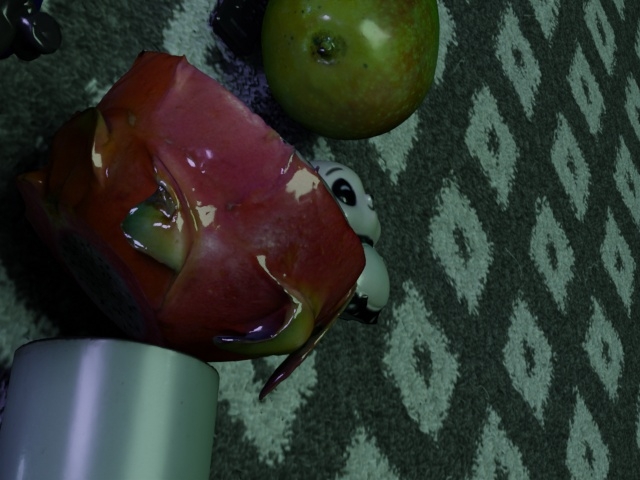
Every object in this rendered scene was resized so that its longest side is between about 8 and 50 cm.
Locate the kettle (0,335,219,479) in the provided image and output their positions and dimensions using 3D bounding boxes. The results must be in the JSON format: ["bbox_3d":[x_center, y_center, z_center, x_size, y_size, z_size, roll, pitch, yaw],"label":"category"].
[{"bbox_3d":[-0.163,0.218,0.833,0.221,0.161,0.236,80,12,-66],"label":"kettle"}]

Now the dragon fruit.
[{"bbox_3d":[-0.113,-0.004,0.894,0.189,0.290,0.290,-46,121,-19],"label":"dragon fruit"}]

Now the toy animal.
[{"bbox_3d":[0.000,0.000,1.162,0.166,0.138,0.179,35,53,-67],"label":"toy animal"}]

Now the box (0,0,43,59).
[{"bbox_3d":[-0.317,-0.281,0.848,0.259,0.071,0.168,43,45,-42],"label":"box"}]

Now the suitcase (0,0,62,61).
[{"bbox_3d":[-0.346,-0.192,0.621,0.335,0.229,0.152,59,36,-25],"label":"suitcase"}]

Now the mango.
[{"bbox_3d":[0.041,-0.253,1.276,0.382,0.201,0.225,-77,146,-59],"label":"mango"}]

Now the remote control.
[{"bbox_3d":[-0.073,-0.311,1.277,0.063,0.025,0.245,51,41,-32],"label":"remote control"}]
